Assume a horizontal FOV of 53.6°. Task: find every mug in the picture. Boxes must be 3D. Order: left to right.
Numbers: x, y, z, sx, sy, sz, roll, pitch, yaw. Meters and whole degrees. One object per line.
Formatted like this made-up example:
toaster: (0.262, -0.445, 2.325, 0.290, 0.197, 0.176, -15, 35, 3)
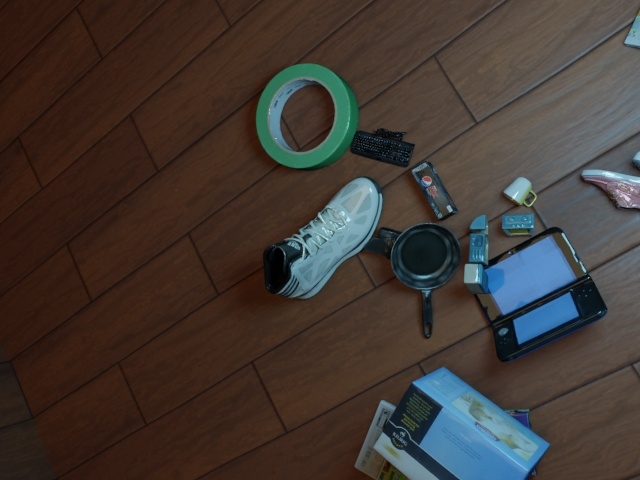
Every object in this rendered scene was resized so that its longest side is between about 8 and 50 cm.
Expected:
mug: (0.541, -0.133, 1.714, 0.064, 0.078, 0.062, -53, 38, 6)

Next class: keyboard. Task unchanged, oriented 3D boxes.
keyboard: (0.182, -0.287, 1.879, 0.192, 0.038, 0.100, 18, 97, 22)

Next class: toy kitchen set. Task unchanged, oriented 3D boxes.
toy kitchen set: (0.475, 0.029, 1.670, 0.166, 0.122, 0.207, -1, 72, 24)

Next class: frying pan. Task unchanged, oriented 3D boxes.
frying pan: (0.323, 0.099, 1.802, 0.197, 0.053, 0.326, -25, 105, 5)

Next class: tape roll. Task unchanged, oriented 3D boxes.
tape roll: (-0.044, -0.380, 1.959, 0.322, 0.077, 0.320, 0, 90, 25)

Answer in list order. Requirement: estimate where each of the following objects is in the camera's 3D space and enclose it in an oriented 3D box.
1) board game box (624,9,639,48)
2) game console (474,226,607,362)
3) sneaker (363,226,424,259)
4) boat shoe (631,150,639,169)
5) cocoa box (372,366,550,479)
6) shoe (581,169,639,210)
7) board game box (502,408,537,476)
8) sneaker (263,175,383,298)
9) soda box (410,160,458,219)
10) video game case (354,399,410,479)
board game box: (0.846, -0.518, 1.556, 0.154, 0.026, 0.103, 31, 103, 45)
game console: (0.547, 0.138, 1.647, 0.293, 0.250, 0.173, -32, 104, 21)
sneaker: (0.216, 0.018, 1.857, 0.170, 0.051, 0.089, 19, 107, 19)
boat shoe: (0.912, -0.164, 1.512, 0.306, 0.113, 0.104, 27, 94, 19)
cocoa box: (0.364, 0.531, 1.638, 0.347, 0.231, 0.227, 35, 108, 27)
shoe: (0.749, -0.126, 1.609, 0.178, 0.063, 0.081, 14, 90, 19)
board game box: (0.505, 0.550, 1.725, 0.141, 0.048, 0.170, -9, 86, 25)
sneaker: (0.000, 0.001, 1.838, 0.169, 0.257, 0.447, 41, 105, 19)
soda box: (0.325, -0.141, 1.801, 0.053, 0.060, 0.168, -31, 78, 22)
video game case: (0.230, 0.616, 1.860, 0.207, 0.026, 0.226, 24, 98, 23)
